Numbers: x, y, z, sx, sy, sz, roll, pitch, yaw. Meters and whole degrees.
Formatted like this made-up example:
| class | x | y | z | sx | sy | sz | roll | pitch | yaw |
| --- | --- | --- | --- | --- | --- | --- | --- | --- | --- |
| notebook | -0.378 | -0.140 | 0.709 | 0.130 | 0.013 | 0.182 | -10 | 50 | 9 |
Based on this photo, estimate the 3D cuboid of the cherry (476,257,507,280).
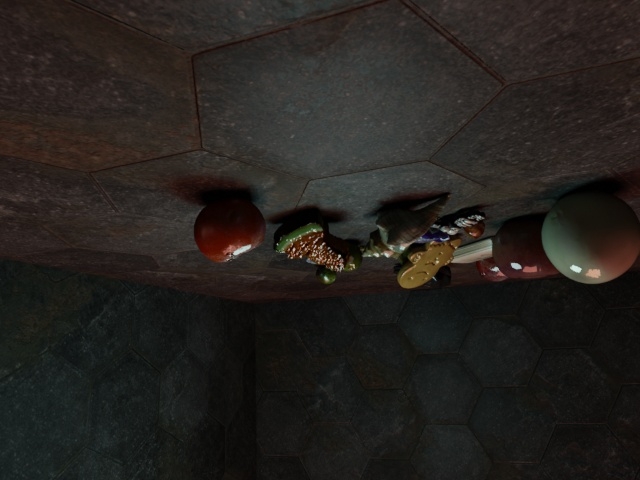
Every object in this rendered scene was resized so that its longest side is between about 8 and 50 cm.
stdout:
| class | x | y | z | sx | sy | sz | roll | pitch | yaw |
| --- | --- | --- | --- | --- | --- | --- | --- | --- | --- |
| cherry | 0.949 | 0.126 | 2.228 | 0.192 | 0.174 | 0.250 | 16 | 162 | -17 |

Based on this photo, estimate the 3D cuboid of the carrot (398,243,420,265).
| class | x | y | z | sx | sy | sz | roll | pitch | yaw |
| --- | --- | --- | --- | --- | --- | --- | --- | --- | --- |
| carrot | 0.493 | 0.093 | 2.094 | 0.139 | 0.138 | 0.302 | -15 | 163 | 40 |

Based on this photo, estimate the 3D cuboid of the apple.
| class | x | y | z | sx | sy | sz | roll | pitch | yaw |
| --- | --- | --- | --- | --- | --- | --- | --- | --- | --- |
| apple | 0.861 | 0.037 | 1.733 | 0.307 | 0.234 | 0.305 | -3 | 169 | -1 |

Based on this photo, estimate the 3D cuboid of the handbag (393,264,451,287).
| class | x | y | z | sx | sy | sz | roll | pitch | yaw |
| --- | --- | --- | --- | --- | --- | --- | --- | --- | --- |
| handbag | 0.614 | 0.202 | 2.545 | 0.288 | 0.152 | 0.342 | 2 | 170 | 32 |

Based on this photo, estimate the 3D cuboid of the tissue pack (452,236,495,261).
| class | x | y | z | sx | sy | sz | roll | pitch | yaw |
| --- | --- | --- | --- | --- | --- | --- | --- | --- | --- |
| tissue pack | 0.803 | 0.054 | 2.114 | 0.170 | 0.071 | 0.325 | 2 | 165 | -25 |

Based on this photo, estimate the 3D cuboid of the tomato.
| class | x | y | z | sx | sy | sz | roll | pitch | yaw |
| --- | --- | --- | --- | --- | --- | --- | --- | --- | --- |
| tomato | -0.280 | -0.040 | 1.299 | 0.232 | 0.188 | 0.232 | -27 | -173 | 4 |

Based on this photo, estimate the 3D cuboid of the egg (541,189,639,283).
| class | x | y | z | sx | sy | sz | roll | pitch | yaw |
| --- | --- | --- | --- | --- | --- | --- | --- | --- | --- |
| egg | 0.894 | -0.006 | 1.389 | 0.284 | 0.344 | 0.282 | 13 | 137 | 13 |

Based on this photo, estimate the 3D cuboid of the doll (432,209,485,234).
| class | x | y | z | sx | sy | sz | roll | pitch | yaw |
| --- | --- | --- | --- | --- | --- | --- | --- | --- | --- |
| doll | 0.520 | -0.068 | 1.589 | 0.091 | 0.067 | 0.219 | 10 | 163 | -31 |

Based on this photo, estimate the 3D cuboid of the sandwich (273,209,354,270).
| class | x | y | z | sx | sy | sz | roll | pitch | yaw |
| --- | --- | --- | --- | --- | --- | --- | --- | --- | --- |
| sandwich | 0.000 | 0.000 | 1.569 | 0.301 | 0.161 | 0.250 | 36 | 136 | -19 |

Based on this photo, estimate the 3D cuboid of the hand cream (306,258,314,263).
| class | x | y | z | sx | sy | sz | roll | pitch | yaw |
| --- | --- | --- | --- | --- | --- | --- | --- | --- | --- |
| hand cream | 0.055 | 0.107 | 2.236 | 0.257 | 0.055 | 0.088 | 5 | 161 | -5 |

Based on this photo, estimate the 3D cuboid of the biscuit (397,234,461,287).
| class | x | y | z | sx | sy | sz | roll | pitch | yaw |
| --- | --- | --- | --- | --- | --- | --- | --- | --- | --- |
| biscuit | 0.498 | 0.103 | 1.947 | 0.276 | 0.052 | 0.354 | 10 | 128 | -36 |

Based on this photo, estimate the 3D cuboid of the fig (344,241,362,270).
| class | x | y | z | sx | sy | sz | roll | pitch | yaw |
| --- | --- | --- | --- | --- | --- | --- | --- | --- | --- |
| fig | 0.123 | 0.077 | 1.929 | 0.144 | 0.154 | 0.165 | -43 | -161 | 6 |

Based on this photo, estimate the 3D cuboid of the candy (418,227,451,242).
| class | x | y | z | sx | sy | sz | roll | pitch | yaw |
| --- | --- | --- | --- | --- | --- | --- | --- | --- | --- |
| candy | 0.399 | -0.026 | 1.697 | 0.276 | 0.070 | 0.145 | 10 | 171 | -35 |

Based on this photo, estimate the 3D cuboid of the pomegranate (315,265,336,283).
| class | x | y | z | sx | sy | sz | roll | pitch | yaw |
| --- | --- | --- | --- | --- | --- | --- | --- | --- | --- |
| pomegranate | 0.034 | 0.191 | 2.437 | 0.131 | 0.130 | 0.130 | -3 | 166 | -1 |

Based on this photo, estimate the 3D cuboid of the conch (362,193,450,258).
| class | x | y | z | sx | sy | sz | roll | pitch | yaw |
| --- | --- | --- | --- | --- | --- | --- | --- | --- | --- |
| conch | 0.270 | -0.045 | 1.458 | 0.170 | 0.203 | 0.386 | 26 | 133 | -11 |

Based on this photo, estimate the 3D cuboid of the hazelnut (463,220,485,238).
| class | x | y | z | sx | sy | sz | roll | pitch | yaw |
| --- | --- | --- | --- | --- | --- | --- | --- | --- | --- |
| hazelnut | 0.617 | -0.049 | 1.673 | 0.086 | 0.085 | 0.086 | -3 | 166 | -1 |

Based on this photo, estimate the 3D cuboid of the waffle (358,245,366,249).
| class | x | y | z | sx | sy | sz | roll | pitch | yaw |
| --- | --- | --- | --- | --- | --- | --- | --- | --- | --- |
| waffle | 0.268 | 0.036 | 2.034 | 0.153 | 0.023 | 0.098 | 10 | 159 | -40 |
